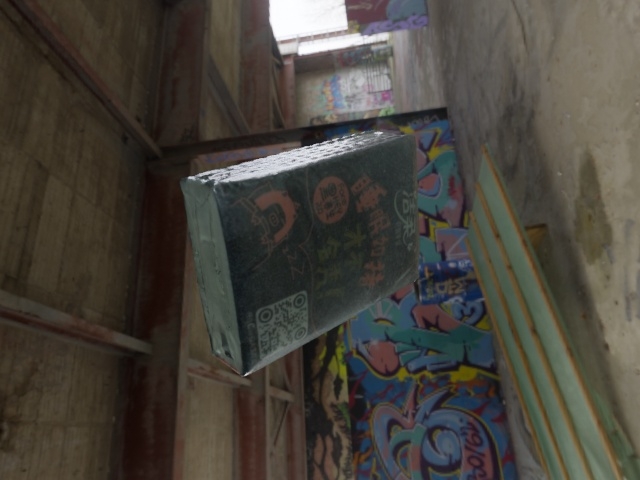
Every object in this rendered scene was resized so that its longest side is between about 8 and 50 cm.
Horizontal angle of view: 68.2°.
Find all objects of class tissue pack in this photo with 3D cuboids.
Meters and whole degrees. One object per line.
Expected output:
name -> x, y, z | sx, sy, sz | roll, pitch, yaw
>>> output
tissue pack -> 0.000, 0.000, 0.596 | 0.315, 0.103, 0.228 | -22, -62, -37
